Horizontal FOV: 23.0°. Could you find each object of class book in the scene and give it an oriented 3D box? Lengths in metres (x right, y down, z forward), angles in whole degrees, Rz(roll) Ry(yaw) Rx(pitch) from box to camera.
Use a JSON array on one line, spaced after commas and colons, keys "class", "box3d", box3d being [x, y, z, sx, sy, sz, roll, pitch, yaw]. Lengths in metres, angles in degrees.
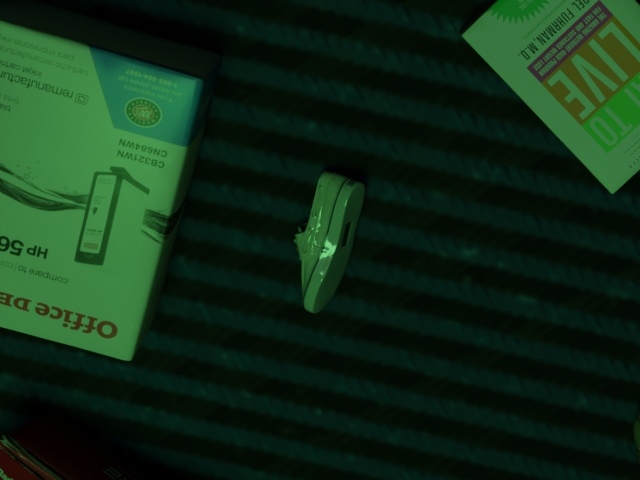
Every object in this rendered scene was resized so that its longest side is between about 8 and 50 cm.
[{"class": "book", "box3d": [0.174, -0.115, 1.016, 0.096, 0.035, 0.144, -43, 100, 12]}]

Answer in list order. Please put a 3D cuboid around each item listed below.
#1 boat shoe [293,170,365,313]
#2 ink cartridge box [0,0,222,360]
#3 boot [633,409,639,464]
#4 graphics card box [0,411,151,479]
[{"class": "boat shoe", "box3d": [0.000, 0.000, 1.068, 0.035, 0.035, 0.100, 25, 115, 24]}, {"class": "ink cartridge box", "box3d": [-0.163, -0.040, 1.034, 0.148, 0.086, 0.203, 15, 109, -1]}, {"class": "boot", "box3d": [0.277, 0.128, 1.089, 0.118, 0.042, 0.087, 6, 116, 3]}, {"class": "graphics card box", "box3d": [-0.198, 0.337, 1.132, 0.233, 0.094, 0.371, 33, 108, 11]}]
